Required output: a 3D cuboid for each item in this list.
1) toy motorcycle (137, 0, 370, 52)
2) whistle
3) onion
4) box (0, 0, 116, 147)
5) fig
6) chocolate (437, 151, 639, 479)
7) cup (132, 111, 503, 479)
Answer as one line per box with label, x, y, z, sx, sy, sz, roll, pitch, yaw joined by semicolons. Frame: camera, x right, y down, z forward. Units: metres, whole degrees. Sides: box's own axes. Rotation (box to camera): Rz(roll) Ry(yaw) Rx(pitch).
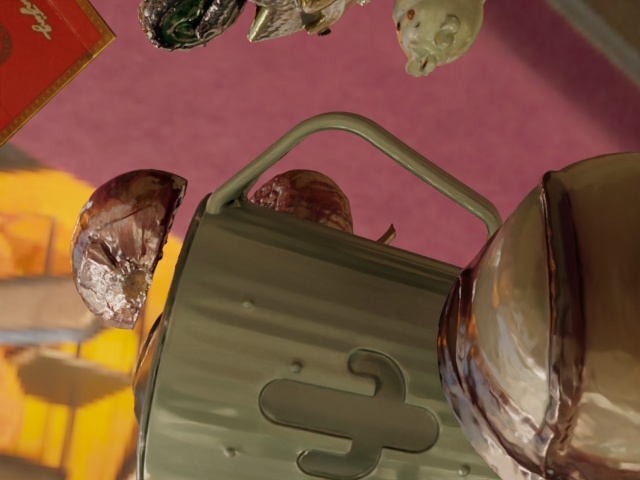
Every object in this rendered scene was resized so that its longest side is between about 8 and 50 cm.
toy motorcycle;-0.011;-0.339;1.918;0.410;0.168;0.237;-25;164;-17
whistle;0.125;-0.264;1.722;0.092;0.244;0.110;21;150;-14
onion;-0.209;-0.004;1.802;0.098;0.151;0.206;19;126;-5
box;-0.314;-0.159;1.508;0.153;0.240;0.074;51;158;-21
fig;0.000;0.000;2.069;0.146;0.133;0.201;-14;152;42
chocolate;0.232;0.064;1.300;0.284;0.283;0.186;6;163;-1
cup;0.027;0.104;1.688;0.392;0.310;0.401;12;127;3
